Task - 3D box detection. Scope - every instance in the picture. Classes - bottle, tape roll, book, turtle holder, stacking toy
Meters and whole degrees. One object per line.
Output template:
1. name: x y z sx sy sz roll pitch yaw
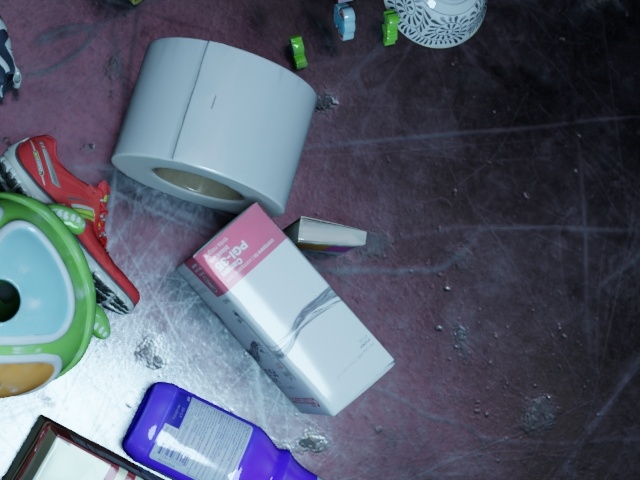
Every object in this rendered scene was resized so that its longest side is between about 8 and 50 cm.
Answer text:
1. bottle: -0.126 0.299 1.774 0.282 0.092 0.118 27 72 -10
2. tape roll: -0.142 -0.149 1.749 0.246 0.246 0.169 19 78 -11
3. book: 0.000 0.000 1.817 0.096 0.144 0.035 9 81 -13
4. turtle holder: -0.419 0.044 1.615 0.243 0.227 0.320 7 104 21
5. stacking toy: 0.038 -0.342 1.847 0.166 0.221 0.052 -15 51 -13

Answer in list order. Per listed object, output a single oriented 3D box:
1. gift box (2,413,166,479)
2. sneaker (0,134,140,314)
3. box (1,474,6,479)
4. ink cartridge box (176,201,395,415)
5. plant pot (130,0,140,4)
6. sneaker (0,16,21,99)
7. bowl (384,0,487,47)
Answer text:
1. gift box: -0.296 0.401 1.627 0.276 0.255 0.258 32 81 -10
2. sneaker: -0.323 -0.027 1.765 0.118 0.107 0.279 -39 97 -27
3. box: -0.379 0.333 1.745 0.083 0.018 0.067 -23 89 -16
4. ink cartridge box: -0.052 0.099 1.758 0.117 0.207 0.283 -42 94 -14
5. plant pot: -0.256 -0.497 1.793 0.187 0.212 0.212 42 75 6
6. sneaker: -0.511 -0.208 1.740 0.235 0.094 0.153 -27 81 -26
7. bowl: 0.185 -0.381 1.945 0.170 0.080 0.170 2 84 -14
